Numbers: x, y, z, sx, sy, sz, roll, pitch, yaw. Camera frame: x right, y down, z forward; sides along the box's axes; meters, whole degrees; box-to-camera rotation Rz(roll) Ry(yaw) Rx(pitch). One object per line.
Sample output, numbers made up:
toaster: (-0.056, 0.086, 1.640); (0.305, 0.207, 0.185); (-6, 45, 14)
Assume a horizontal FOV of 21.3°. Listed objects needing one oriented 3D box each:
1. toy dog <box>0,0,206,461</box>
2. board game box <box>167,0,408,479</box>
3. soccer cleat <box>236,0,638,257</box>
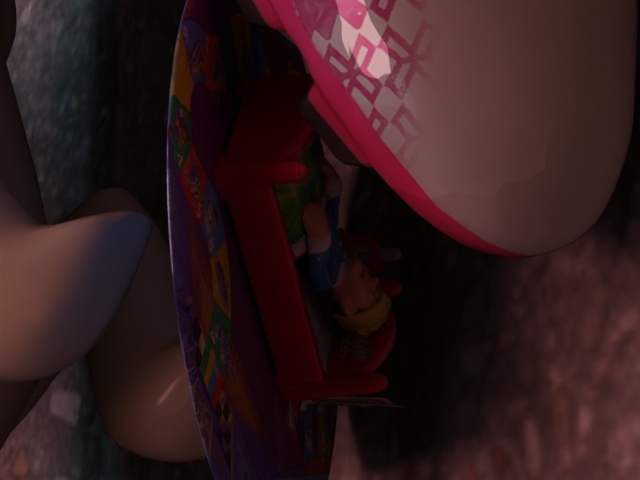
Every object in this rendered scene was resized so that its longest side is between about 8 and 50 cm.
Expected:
toy dog: (-0.212, 0.013, 0.529); (0.284, 0.395, 0.408); (78, -173, -75)
board game box: (0.000, 0.000, 0.465); (0.033, 0.168, 0.133); (-5, 82, 13)
soccer cleat: (0.039, -0.162, 0.454); (0.143, 0.116, 0.331); (-33, 57, 37)
